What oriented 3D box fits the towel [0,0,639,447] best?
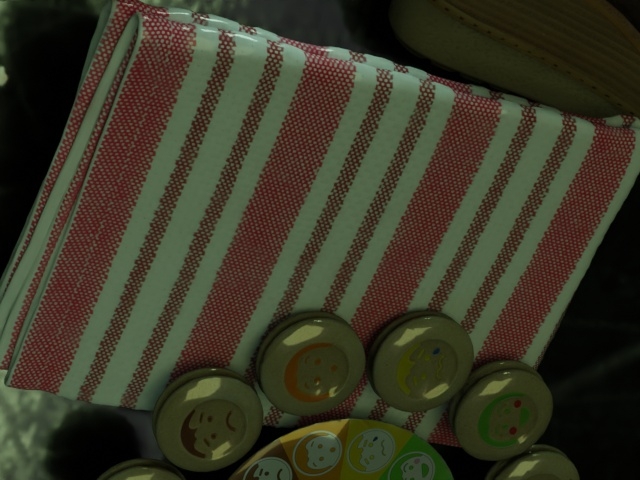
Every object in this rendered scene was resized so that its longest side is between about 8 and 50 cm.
[{"bbox_3d":[0.000,0.000,0.610,0.197,0.029,0.144,11,124,-25],"label":"towel"}]

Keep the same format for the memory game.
[{"bbox_3d":[0.005,0.106,0.645,0.186,0.012,0.186,-8,118,-15],"label":"memory game"}]

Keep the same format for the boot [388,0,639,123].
[{"bbox_3d":[0.162,-0.114,0.600,0.248,0.090,0.207,15,131,-18],"label":"boot"}]
